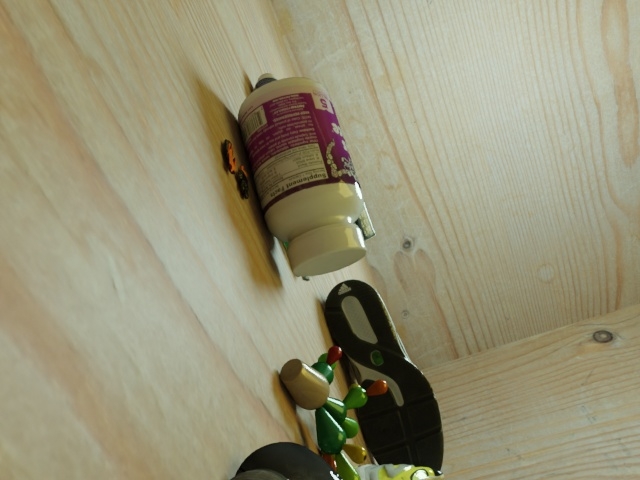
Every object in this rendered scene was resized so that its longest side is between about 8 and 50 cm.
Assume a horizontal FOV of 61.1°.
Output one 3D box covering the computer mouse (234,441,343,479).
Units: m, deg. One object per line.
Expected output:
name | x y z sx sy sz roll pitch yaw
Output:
computer mouse | 0.048 0.260 0.405 0.262 0.184 0.060 66 -35 34

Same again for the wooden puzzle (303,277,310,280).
wooden puzzle | -0.033 0.055 1.074 0.083 0.006 0.049 37 35 -77

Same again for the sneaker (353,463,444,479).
sneaker | 0.110 0.410 0.692 0.385 0.147 0.145 -78 150 -74

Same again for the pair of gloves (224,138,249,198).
pair of gloves | -0.123 -0.104 0.797 0.074 0.010 0.083 -103 173 -48

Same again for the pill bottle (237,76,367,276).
pill bottle | -0.025 -0.101 0.902 0.169 0.169 0.302 48 24 -72

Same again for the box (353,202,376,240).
box | 0.056 -0.104 1.586 0.175 0.051 0.220 -1 -67 55

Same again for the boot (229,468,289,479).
boot | -0.053 0.236 0.236 0.263 0.091 0.229 69 12 16

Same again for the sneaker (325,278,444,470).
sneaker | 0.157 0.298 1.230 0.257 0.169 0.448 20 49 -78

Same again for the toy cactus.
toy cactus | 0.015 0.218 0.719 0.180 0.112 0.219 53 25 -36

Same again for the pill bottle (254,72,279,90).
pill bottle | -0.112 -0.320 1.200 0.120 0.067 0.067 -101 169 -46

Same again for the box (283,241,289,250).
box | -0.007 -0.017 1.039 0.179 0.043 0.105 -45 121 -44
